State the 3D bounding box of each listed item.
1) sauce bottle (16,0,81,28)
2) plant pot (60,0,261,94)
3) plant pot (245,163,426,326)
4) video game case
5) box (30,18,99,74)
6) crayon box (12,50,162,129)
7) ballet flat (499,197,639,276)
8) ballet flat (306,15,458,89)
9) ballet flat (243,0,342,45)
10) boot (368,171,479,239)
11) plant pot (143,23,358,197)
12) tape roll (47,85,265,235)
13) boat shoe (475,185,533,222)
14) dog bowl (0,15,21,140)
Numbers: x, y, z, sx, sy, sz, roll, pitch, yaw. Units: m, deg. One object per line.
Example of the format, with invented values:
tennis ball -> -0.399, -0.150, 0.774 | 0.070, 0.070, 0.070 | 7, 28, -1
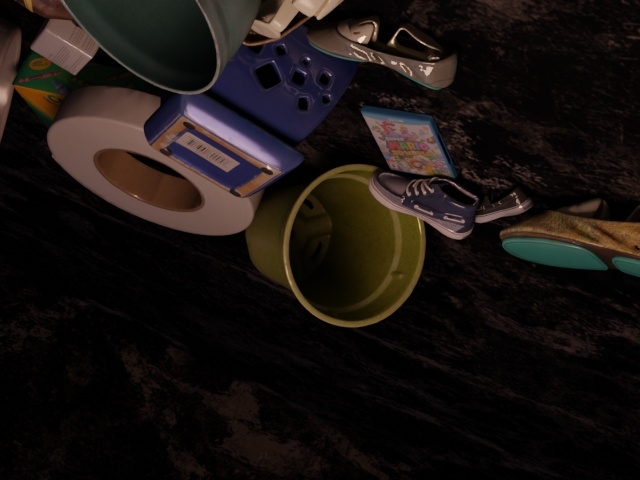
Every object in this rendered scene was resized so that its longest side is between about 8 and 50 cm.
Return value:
sauce bottle -> -0.428, -0.403, 1.772 | 0.344, 0.111, 0.111 | 35, 156, -22
plant pot -> -0.179, -0.353, 1.471 | 0.293, 0.196, 0.293 | 32, 154, 18
plant pot -> 0.000, 0.000, 2.105 | 0.276, 0.276, 0.254 | 36, 167, -27
video game case -> 0.142, -0.152, 1.889 | 0.119, 0.015, 0.166 | 13, 156, 28
box -> -0.392, -0.336, 1.904 | 0.087, 0.102, 0.101 | 30, 159, -19
crayon box -> -0.390, -0.241, 2.150 | 0.278, 0.081, 0.165 | 14, 157, 23
ballet flat -> 0.438, -0.006, 1.787 | 0.348, 0.123, 0.123 | 11, 155, 38
ballet flat -> 0.086, -0.270, 1.627 | 0.213, 0.072, 0.068 | 21, 131, 7
ballet flat -> -0.022, -0.323, 1.513 | 0.116, 0.124, 0.342 | 34, 156, -21
boot -> 0.170, -0.080, 1.946 | 0.190, 0.069, 0.086 | 26, 143, 12
plant pot -> -0.118, -0.205, 1.772 | 0.236, 0.212, 0.236 | 31, 159, -17
tape roll -> -0.287, -0.132, 2.094 | 0.392, 0.072, 0.392 | 17, 158, 7
boat shoe -> 0.285, -0.061, 1.918 | 0.040, 0.049, 0.142 | 57, 151, -12
dog bowl -> -0.602, -0.234, 2.065 | 0.102, 0.349, 0.349 | 14, 160, -9
